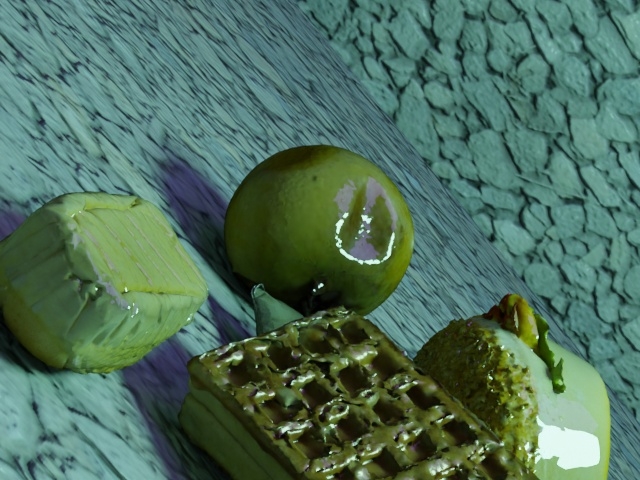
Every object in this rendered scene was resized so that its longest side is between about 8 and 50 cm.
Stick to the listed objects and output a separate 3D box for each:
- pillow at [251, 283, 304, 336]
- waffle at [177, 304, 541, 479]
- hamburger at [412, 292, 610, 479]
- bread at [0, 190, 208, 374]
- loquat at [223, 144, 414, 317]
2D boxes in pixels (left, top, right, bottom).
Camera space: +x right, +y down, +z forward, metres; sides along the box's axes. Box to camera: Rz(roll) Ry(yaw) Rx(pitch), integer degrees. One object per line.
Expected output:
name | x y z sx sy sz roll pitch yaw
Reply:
pillow | 0.001 0.180 1.704 0.185 0.075 0.302 46 18 -31
waffle | 0.042 0.192 1.485 0.213 0.091 0.308 -16 47 -42
hamburger | 0.159 0.210 1.725 0.179 0.276 0.294 16 63 -17
bread | -0.182 0.036 1.423 0.140 0.106 0.236 53 14 8
loquat | -0.001 -0.004 1.897 0.213 0.213 0.213 47 15 -17
